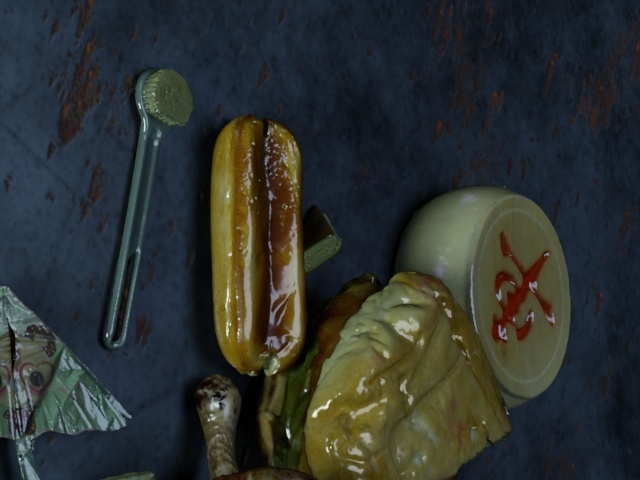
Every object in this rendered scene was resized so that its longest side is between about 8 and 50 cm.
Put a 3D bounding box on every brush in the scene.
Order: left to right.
[{"bbox_3d":[-0.157,-0.030,1.663,0.062,0.027,0.266,28,64,-47],"label":"brush"}]

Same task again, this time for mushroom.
[{"bbox_3d":[-0.080,0.225,1.669,0.148,0.227,0.217,6,41,-22],"label":"mushroom"}]

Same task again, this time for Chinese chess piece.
[{"bbox_3d":[0.182,0.064,2.041,0.251,0.097,0.250,9,78,-53],"label":"Chinese chess piece"}]

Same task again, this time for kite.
[{"bbox_3d":[-0.244,0.159,1.517,0.229,0.012,0.250,-5,81,-43],"label":"kite"}]

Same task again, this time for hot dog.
[{"bbox_3d":[-0.062,0.003,1.751,0.100,0.068,0.249,9,76,-42],"label":"hot dog"}]

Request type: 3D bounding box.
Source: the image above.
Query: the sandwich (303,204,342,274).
[{"bbox_3d":[0.000,0.000,1.855,0.031,0.044,0.083,55,49,-40],"label":"sandwich"}]

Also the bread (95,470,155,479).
[{"bbox_3d":[-0.194,0.240,1.582,0.154,0.028,0.068,-8,92,-52],"label":"bread"}]

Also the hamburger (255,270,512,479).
[{"bbox_3d":[0.053,0.136,1.811,0.330,0.162,0.209,-20,99,-50],"label":"hamburger"}]
